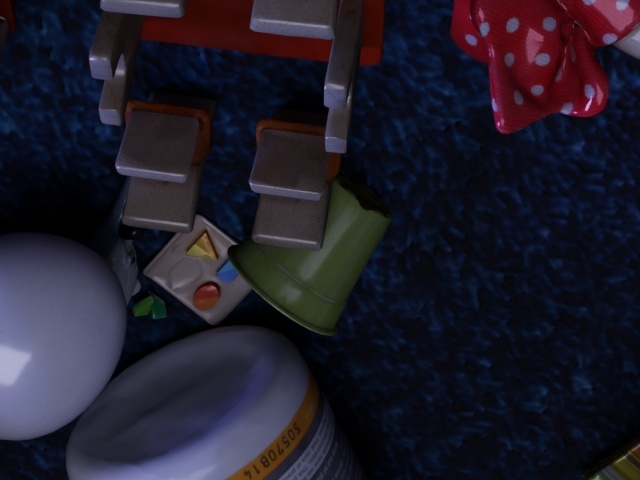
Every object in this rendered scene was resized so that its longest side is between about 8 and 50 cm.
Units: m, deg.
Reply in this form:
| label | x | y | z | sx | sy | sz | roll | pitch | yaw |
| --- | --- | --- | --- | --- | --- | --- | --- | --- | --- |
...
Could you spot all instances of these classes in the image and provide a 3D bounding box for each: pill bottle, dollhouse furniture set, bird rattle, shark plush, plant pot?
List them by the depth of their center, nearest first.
| label | x | y | z | sx | sy | sz | roll | pitch | yaw |
| --- | --- | --- | --- | --- | --- | --- | --- | --- | --- |
| dollhouse furniture set | -0.094 | -0.131 | 0.940 | 0.259 | 0.135 | 0.262 | 8 | 150 | 3 |
| bird rattle | 0.196 | -0.154 | 0.962 | 0.253 | 0.143 | 0.207 | 13 | 108 | 11 |
| plant pot | 0.000 | 0.000 | 1.064 | 0.083 | 0.083 | 0.079 | 34 | 103 | -14 |
| shark plush | -0.153 | 0.021 | 1.095 | 0.067 | 0.073 | 0.161 | 40 | 125 | 17 |
| pill bottle | -0.031 | 0.204 | 1.125 | 0.162 | 0.162 | 0.278 | -20 | 115 | 14 |

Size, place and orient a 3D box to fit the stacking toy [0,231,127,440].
| label | x | y | z | sx | sy | sz | roll | pitch | yaw |
| --- | --- | --- | --- | --- | --- | --- | --- | --- | --- |
| stacking toy | -0.321 | 0.145 | 1.031 | 0.480 | 0.350 | 0.350 | -29 | 113 | 10 |

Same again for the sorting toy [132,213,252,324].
| label | x | y | z | sx | sy | sz | roll | pitch | yaw |
| --- | --- | --- | --- | --- | --- | --- | --- | --- | --- |
| sorting toy | -0.080 | 0.029 | 1.115 | 0.062 | 0.012 | 0.083 | 36 | 115 | -16 |

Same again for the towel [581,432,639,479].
| label | x | y | z | sx | sy | sz | roll | pitch | yaw |
| --- | --- | --- | --- | --- | --- | --- | --- | --- | --- |
| towel | 0.287 | 0.114 | 1.136 | 0.102 | 0.021 | 0.237 | 40 | 113 | -23 |
